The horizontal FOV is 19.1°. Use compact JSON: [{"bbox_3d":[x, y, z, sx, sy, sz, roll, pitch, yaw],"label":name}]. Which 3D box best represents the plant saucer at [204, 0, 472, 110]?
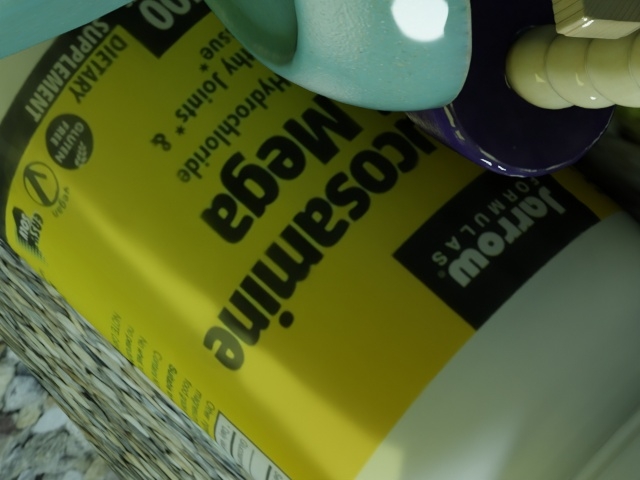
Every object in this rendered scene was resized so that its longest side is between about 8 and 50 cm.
[{"bbox_3d":[-0.052,-0.174,0.620,0.317,0.044,0.317,59,172,14],"label":"plant saucer"}]

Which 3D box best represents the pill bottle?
[{"bbox_3d":[0.020,0.017,0.802,0.334,0.188,0.188,41,165,15],"label":"pill bottle"}]

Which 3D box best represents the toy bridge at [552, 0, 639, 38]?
[{"bbox_3d":[0.111,-0.107,0.469,0.188,0.026,0.063,-26,67,60],"label":"toy bridge"}]

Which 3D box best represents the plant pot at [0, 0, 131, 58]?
[{"bbox_3d":[-0.016,-0.154,0.357,0.165,0.234,0.165,48,165,-5],"label":"plant pot"}]

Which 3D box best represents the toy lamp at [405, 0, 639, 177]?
[{"bbox_3d":[0.105,-0.055,0.599,0.080,0.080,0.275,51,164,-20],"label":"toy lamp"}]
